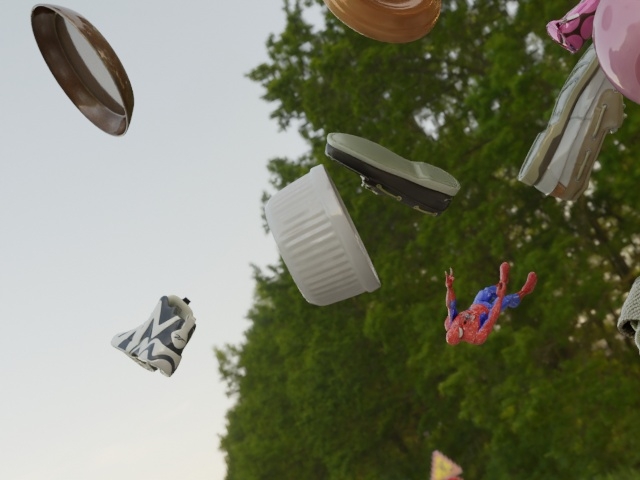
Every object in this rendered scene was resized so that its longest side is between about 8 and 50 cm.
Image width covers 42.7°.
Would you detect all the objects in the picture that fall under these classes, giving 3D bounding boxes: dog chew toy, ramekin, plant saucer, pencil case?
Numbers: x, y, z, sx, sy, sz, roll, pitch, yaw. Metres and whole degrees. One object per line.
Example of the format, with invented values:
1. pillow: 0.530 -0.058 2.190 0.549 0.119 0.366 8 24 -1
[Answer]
1. dog chew toy: 0.461 -0.316 1.054 0.206 0.206 0.332 -44 19 45
2. ramekin: 0.000 0.000 1.233 0.109 0.207 0.207 -26 -17 5
3. plant saucer: -0.263 -0.195 0.927 0.029 0.168 0.168 -40 -11 -24
4. plant saucer: 0.092 -0.382 1.213 0.200 0.200 0.037 -16 -19 -28
5. pencil case: 0.557 -0.474 1.644 0.209 0.095 0.098 -44 -40 9

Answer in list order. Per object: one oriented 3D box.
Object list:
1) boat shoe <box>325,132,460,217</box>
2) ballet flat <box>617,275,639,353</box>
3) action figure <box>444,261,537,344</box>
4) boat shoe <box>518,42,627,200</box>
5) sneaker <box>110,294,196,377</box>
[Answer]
1. boat shoe: 0.105 -0.100 1.283 0.227 0.081 0.069 21 -61 -12
2. ballet flat: 0.669 0.187 1.396 0.182 0.164 0.483 -59 16 2
3. action figure: 0.305 0.091 1.493 0.280 0.091 0.139 -35 -46 -44
4. boat shoe: 0.440 -0.208 1.339 0.302 0.103 0.113 -62 -1 6
5. sneaker: -0.318 0.176 1.625 0.153 0.094 0.235 -56 23 -19
